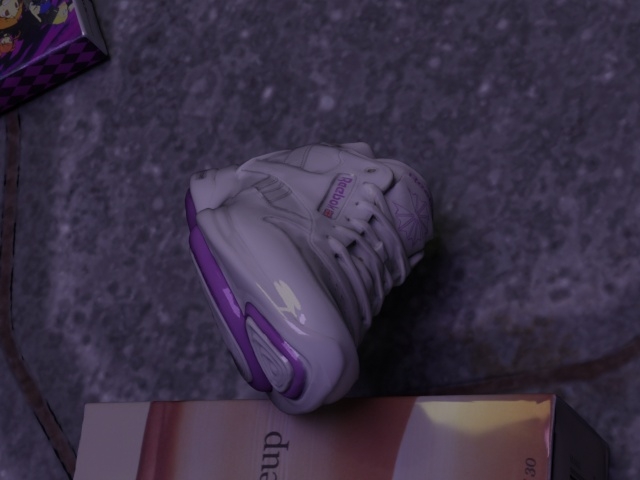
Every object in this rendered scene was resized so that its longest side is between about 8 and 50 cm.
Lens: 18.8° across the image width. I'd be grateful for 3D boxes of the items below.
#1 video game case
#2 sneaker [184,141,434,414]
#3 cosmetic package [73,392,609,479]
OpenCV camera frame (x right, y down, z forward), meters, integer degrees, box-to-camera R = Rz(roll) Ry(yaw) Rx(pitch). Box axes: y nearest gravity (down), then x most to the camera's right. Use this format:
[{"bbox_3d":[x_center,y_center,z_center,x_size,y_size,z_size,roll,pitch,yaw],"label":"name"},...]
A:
[{"bbox_3d":[-0.290,-0.176,1.459,0.232,0.042,0.210,-25,60,12],"label":"video game case"},{"bbox_3d":[0.000,0.000,1.150,0.152,0.114,0.305,-20,21,-1],"label":"sneaker"},{"bbox_3d":[0.009,0.175,1.129,0.296,0.129,0.153,-5,68,22],"label":"cosmetic package"}]
